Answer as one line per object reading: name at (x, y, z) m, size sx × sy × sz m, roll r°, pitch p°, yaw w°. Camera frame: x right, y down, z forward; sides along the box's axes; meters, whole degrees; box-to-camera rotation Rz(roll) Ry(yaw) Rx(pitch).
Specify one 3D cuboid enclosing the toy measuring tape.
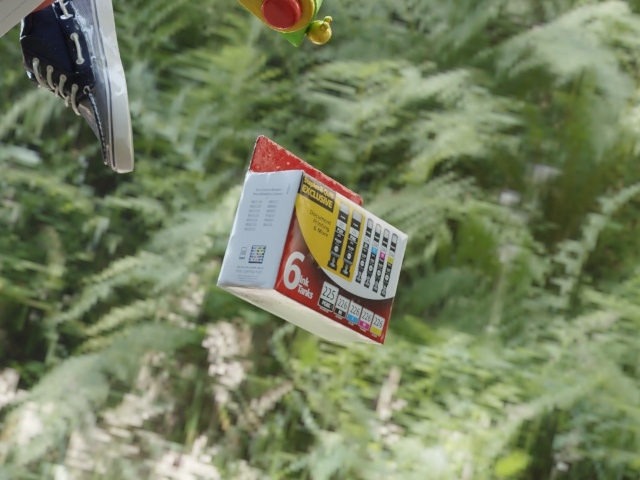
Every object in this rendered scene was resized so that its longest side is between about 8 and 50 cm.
toy measuring tape at (-0.101, -0.454, 2.415) m, size 0.330 × 0.121 × 0.121 m, roll 39°, pitch -15°, yaw -15°

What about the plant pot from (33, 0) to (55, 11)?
plant pot at (-0.511, -0.522, 2.223) m, size 0.275 × 0.275 × 0.243 m, roll 14°, pitch -24°, yaw 1°

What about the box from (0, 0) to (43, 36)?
box at (-0.510, -0.394, 1.742) m, size 0.215 × 0.168 × 0.345 m, roll -33°, pitch -36°, yaw 24°

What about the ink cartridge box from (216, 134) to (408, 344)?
ink cartridge box at (0.000, 0.000, 2.384) m, size 0.130 × 0.272 × 0.309 m, roll 1°, pitch -18°, yaw 39°

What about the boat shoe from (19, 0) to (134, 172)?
boat shoe at (-0.395, -0.250, 2.306) m, size 0.158 × 0.340 × 0.127 m, roll -9°, pitch -29°, yaw -8°
